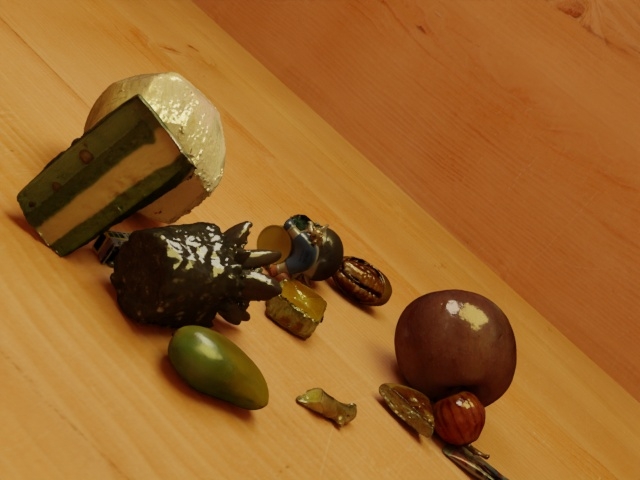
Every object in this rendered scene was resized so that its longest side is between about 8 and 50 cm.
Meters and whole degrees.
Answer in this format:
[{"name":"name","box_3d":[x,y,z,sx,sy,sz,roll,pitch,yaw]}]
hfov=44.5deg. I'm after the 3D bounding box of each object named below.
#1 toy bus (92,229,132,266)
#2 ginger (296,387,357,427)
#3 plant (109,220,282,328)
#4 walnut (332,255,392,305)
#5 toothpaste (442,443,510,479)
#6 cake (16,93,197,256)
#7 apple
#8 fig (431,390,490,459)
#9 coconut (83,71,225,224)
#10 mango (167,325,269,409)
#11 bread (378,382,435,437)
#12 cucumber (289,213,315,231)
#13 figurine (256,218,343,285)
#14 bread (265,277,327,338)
[{"name":"toy bus","box_3d":[-0.359,0.015,1.428,0.058,0.052,0.102,48,21,26]},{"name":"ginger","box_3d":[0.018,0.312,1.473,0.137,0.044,0.057,32,0,-29]},{"name":"plant","box_3d":[-0.213,0.071,1.406,0.320,0.194,0.182,8,47,-53]},{"name":"walnut","box_3d":[0.102,0.104,2.077,0.207,0.116,0.116,34,17,-15]},{"name":"toothpaste","box_3d":[0.381,0.523,1.688,0.266,0.061,0.096,37,15,16]},{"name":"cake","box_3d":[-0.365,-0.106,1.370,0.158,0.283,0.172,53,3,-4]},{"name":"apple","box_3d":[0.318,0.262,1.844,0.305,0.305,0.235,30,44,-29]},{"name":"fig","box_3d":[0.314,0.399,1.727,0.150,0.128,0.128,41,16,-7]},{"name":"coconut","box_3d":[-0.341,-0.200,1.604,0.297,0.297,0.255,33,39,-19]},{"name":"mango","box_3d":[-0.169,0.209,1.285,0.191,0.085,0.122,41,3,-30]},{"name":"bread","box_3d":[0.180,0.352,1.689,0.136,0.054,0.154,35,11,-12]},{"name":"cucumber","box_3d":[0.000,0.000,2.248,0.220,0.046,0.070,49,11,31]},{"name":"figurine","box_3d":[-0.032,0.024,1.934,0.158,0.161,0.275,24,4,26]},{"name":"bread","box_3d":[-0.055,0.144,1.705,0.128,0.069,0.140,36,20,-8]}]
